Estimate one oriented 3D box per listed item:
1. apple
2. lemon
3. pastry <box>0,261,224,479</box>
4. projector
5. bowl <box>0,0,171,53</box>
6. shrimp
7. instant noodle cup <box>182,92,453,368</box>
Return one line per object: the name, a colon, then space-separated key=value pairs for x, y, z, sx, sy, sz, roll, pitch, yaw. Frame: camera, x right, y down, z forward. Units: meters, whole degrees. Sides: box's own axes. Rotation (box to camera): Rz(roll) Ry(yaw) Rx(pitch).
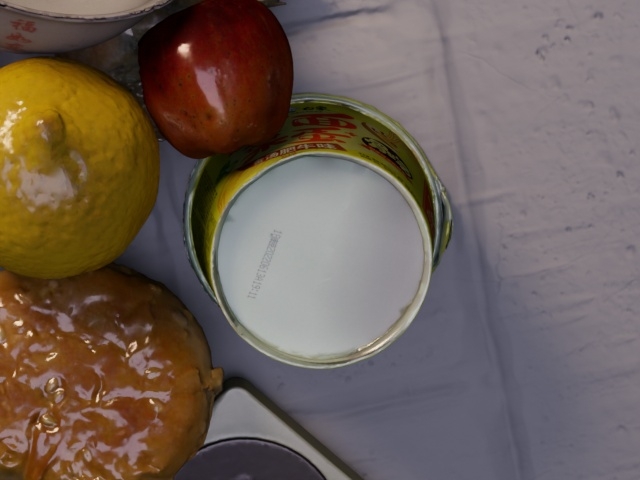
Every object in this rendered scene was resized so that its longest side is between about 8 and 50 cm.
apple: x=-0.104 y=-0.167 z=1.625 sx=0.147 sy=0.156 sz=0.158 roll=-29 pitch=82 yaw=46
lemon: x=-0.279 y=-0.074 z=1.604 sx=0.228 sy=0.253 sz=0.228 roll=0 pitch=90 yaw=4
pastry: x=-0.271 y=0.161 z=1.743 sx=0.316 sy=0.184 sz=0.284 roll=14 pitch=81 yaw=-2
projector: x=-0.090 y=0.330 z=1.842 sx=0.259 sy=0.079 sz=0.257 roll=42 pitch=97 yaw=-10
bowl: x=-0.308 y=-0.297 z=1.629 sx=0.345 sy=0.345 sz=0.157 roll=22 pitch=135 yaw=-7
shrimp: x=-0.148 y=-0.210 z=1.738 sx=0.317 sy=0.077 sz=0.168 roll=-21 pitch=112 yaw=6
instant noodle cup: x=0.000 y=0.000 z=1.707 sx=0.311 sy=0.221 sz=0.311 roll=-1 pitch=103 yaw=-3
